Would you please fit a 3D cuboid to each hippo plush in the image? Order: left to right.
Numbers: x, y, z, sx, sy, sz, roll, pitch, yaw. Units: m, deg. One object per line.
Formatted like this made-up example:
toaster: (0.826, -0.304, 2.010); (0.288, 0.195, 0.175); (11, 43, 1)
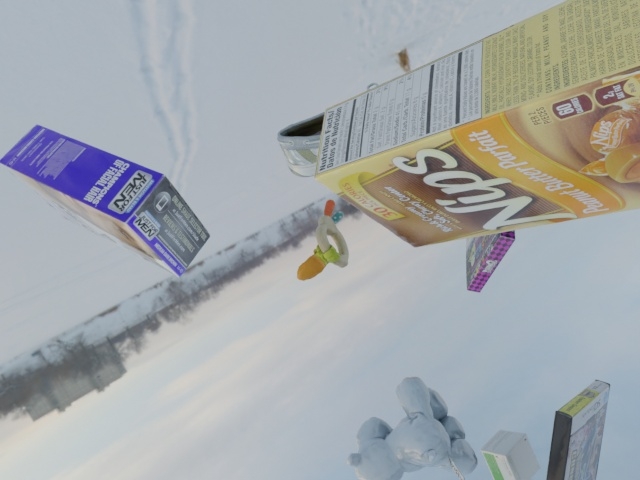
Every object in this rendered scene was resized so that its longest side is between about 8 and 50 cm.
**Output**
hippo plush: (0.206, 0.499, 1.109); (0.236, 0.234, 0.294); (-40, -162, 15)

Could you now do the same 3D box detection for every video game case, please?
video game case: (0.421, -0.017, 1.198); (0.232, 0.041, 0.210); (98, 5, -52)
video game case: (0.550, 0.463, 1.024); (0.248, 0.275, 0.035); (-4, -169, -44)

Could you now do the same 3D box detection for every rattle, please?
rattle: (0.000, 0.000, 1.335); (0.130, 0.200, 0.143); (13, 138, -35)

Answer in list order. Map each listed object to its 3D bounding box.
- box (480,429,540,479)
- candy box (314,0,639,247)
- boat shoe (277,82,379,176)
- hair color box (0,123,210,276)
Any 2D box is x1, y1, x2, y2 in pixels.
box: (0.496, 0.569, 1.246); (0.101, 0.101, 0.087); (-24, -179, -33)
candy box: (0.172, -0.085, 0.413); (0.316, 0.088, 0.182); (-13, 149, 40)
boat shoe: (0.070, -0.237, 0.957); (0.320, 0.118, 0.103); (-23, 142, 2)
hair color box: (-0.386, -0.074, 0.863); (0.110, 0.338, 0.185); (-59, 154, -22)
